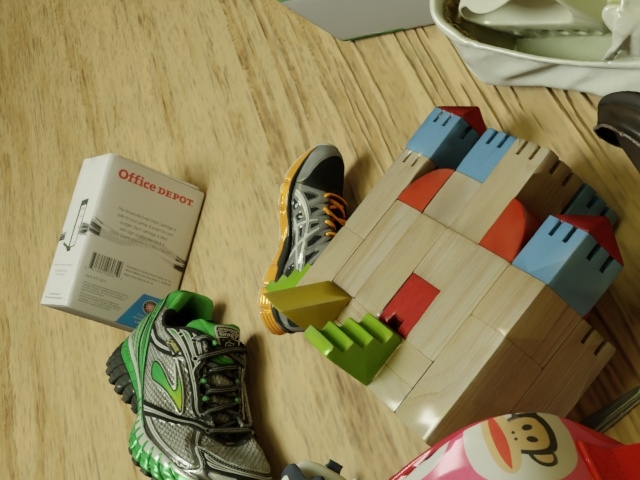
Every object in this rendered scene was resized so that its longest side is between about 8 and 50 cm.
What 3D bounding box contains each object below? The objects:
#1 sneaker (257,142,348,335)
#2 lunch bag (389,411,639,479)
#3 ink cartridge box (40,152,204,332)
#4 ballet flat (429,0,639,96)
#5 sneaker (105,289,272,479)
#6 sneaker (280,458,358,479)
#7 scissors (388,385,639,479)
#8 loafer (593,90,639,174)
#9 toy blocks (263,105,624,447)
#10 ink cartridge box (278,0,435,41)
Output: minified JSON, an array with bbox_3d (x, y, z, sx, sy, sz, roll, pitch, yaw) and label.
[{"bbox_3d":[0.000,0.000,1.147,0.083,0.084,0.215,2,77,38],"label":"sneaker"},{"bbox_3d":[0.156,0.215,0.660,0.258,0.293,0.120,-47,37,26],"label":"lunch bag"},{"bbox_3d":[-0.255,0.007,1.390,0.086,0.148,0.203,-2,70,53],"label":"ink cartridge box"},{"bbox_3d":[0.241,-0.190,0.896,0.400,0.139,0.139,11,81,52],"label":"ballet flat"},{"bbox_3d":[-0.138,0.167,1.176,0.146,0.134,0.343,-57,38,12],"label":"sneaker"},{"bbox_3d":[-0.022,0.288,1.017,0.235,0.094,0.153,-46,20,55],"label":"sneaker"},{"bbox_3d":[0.155,0.212,0.884,0.297,0.021,0.109,-29,45,34],"label":"scissors"},{"bbox_3d":[0.279,-0.047,0.815,0.078,0.080,0.220,-58,38,11],"label":"loafer"},{"bbox_3d":[0.129,0.025,0.908,0.261,0.190,0.381,-52,29,0],"label":"toy blocks"},{"bbox_3d":[0.086,-0.389,1.194,0.211,0.121,0.289,0,71,50],"label":"ink cartridge box"}]
